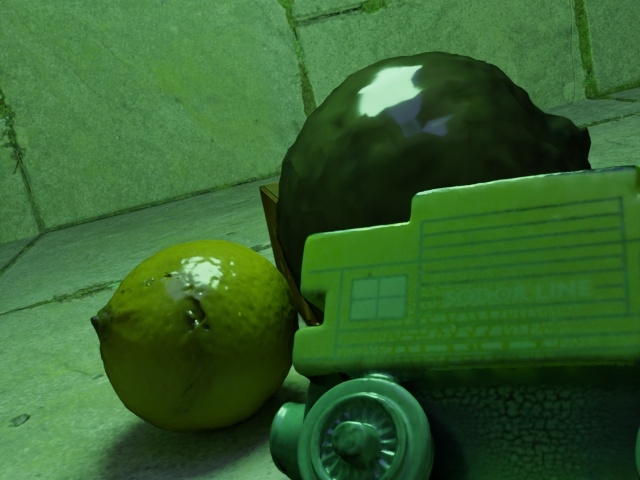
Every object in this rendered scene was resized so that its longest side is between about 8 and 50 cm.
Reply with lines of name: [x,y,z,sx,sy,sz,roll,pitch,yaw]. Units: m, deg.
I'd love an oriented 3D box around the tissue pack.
tissue pack: [0.000,0.000,1.285,0.145,0.194,0.274,-16,15,-10]

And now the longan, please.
longan: [0.138,-0.031,0.905,0.391,0.391,0.391,-13,14,3]

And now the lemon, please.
lemon: [-0.138,0.109,0.936,0.228,0.228,0.253,-3,16,35]

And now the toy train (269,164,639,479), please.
toy train: [0.167,0.088,0.577,0.442,0.272,0.179,-6,-26,27]
